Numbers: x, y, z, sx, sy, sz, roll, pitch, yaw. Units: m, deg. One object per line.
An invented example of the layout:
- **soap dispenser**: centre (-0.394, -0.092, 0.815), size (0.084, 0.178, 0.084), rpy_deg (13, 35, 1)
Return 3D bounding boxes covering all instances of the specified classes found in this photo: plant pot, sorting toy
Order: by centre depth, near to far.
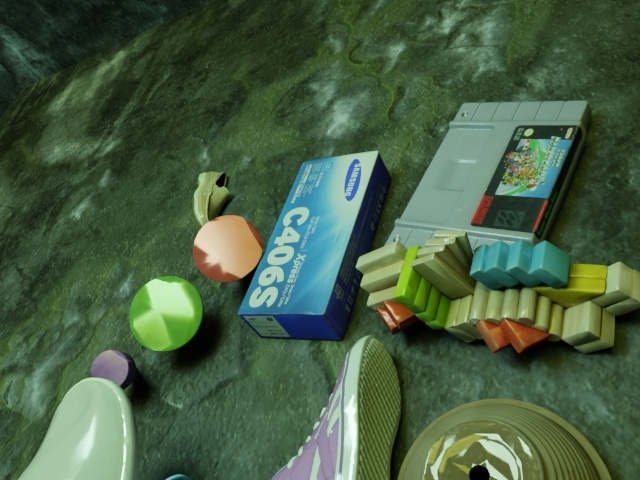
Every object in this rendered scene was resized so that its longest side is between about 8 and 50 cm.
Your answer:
- **plant pot**: centre (0.176, 0.262, 0.592), size (0.237, 0.110, 0.238), rpy_deg (-19, 42, 18)
- **sorting toy**: centre (-0.236, 0.120, 1.012), size (0.127, 0.126, 0.365), rpy_deg (40, 81, 15)

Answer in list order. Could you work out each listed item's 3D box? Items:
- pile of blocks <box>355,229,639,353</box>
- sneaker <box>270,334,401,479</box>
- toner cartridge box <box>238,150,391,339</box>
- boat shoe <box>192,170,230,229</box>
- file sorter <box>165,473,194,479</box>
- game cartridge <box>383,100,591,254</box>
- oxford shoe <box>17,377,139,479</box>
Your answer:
- **pile of blocks**: centre (0.202, 0.075, 0.723), size (0.361, 0.149, 0.113), rpy_deg (-2, 50, 32)
- **sneaker**: centre (0.009, 0.251, 0.725), size (0.161, 0.102, 0.282), rpy_deg (-25, 31, 33)
- **toner cartridge box**: centre (0.000, 0.000, 0.985), size (0.165, 0.075, 0.348), rpy_deg (-3, 49, 30)
- **boat shoe**: centre (-0.232, -0.095, 1.243), size (0.072, 0.068, 0.190), rpy_deg (-14, 43, 5)
- **file sorter**: centre (-0.106, 0.317, 0.510), size (0.118, 0.104, 0.170), rpy_deg (-47, 43, -12)
- **game cartridge**: centre (0.269, -0.091, 0.908), size (0.230, 0.068, 0.355), rpy_deg (6, 55, 42)
- **oxford shoe**: centre (-0.314, 0.345, 0.605), size (0.169, 0.130, 0.450), rpy_deg (-16, 45, 26)
